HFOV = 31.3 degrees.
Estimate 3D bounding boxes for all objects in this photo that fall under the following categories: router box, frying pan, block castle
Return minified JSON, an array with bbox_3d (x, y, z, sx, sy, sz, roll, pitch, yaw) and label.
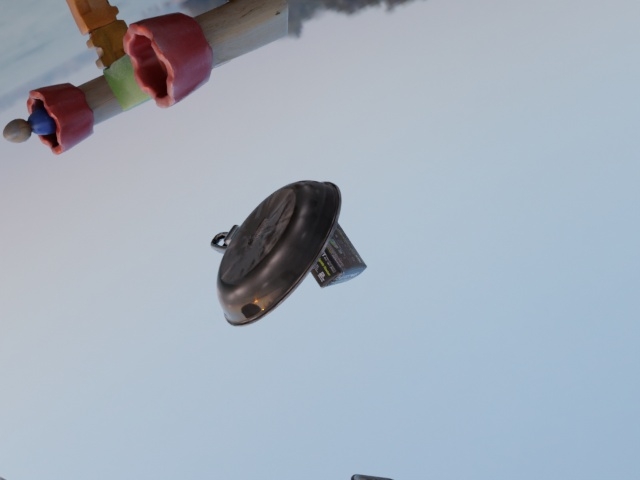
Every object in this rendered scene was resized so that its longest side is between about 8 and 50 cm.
[{"bbox_3d":[0.000,0.000,1.486,0.038,0.122,0.092,-37,169,20],"label":"router box"},{"bbox_3d":[-0.065,-0.017,1.337,0.197,0.053,0.326,-48,-157,10],"label":"frying pan"},{"bbox_3d":[-0.257,-0.270,1.230,0.213,0.303,0.453,-30,-169,-26],"label":"block castle"}]

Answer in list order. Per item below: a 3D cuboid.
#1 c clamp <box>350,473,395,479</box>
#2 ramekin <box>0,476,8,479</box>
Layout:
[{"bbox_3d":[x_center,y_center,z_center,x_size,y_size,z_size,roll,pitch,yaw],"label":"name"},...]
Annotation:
[{"bbox_3d":[0.111,0.339,1.439,0.022,0.161,0.137,-55,-133,11],"label":"c clamp"},{"bbox_3d":[-0.363,0.387,1.262,0.277,0.277,0.135,-13,-158,49],"label":"ramekin"}]
